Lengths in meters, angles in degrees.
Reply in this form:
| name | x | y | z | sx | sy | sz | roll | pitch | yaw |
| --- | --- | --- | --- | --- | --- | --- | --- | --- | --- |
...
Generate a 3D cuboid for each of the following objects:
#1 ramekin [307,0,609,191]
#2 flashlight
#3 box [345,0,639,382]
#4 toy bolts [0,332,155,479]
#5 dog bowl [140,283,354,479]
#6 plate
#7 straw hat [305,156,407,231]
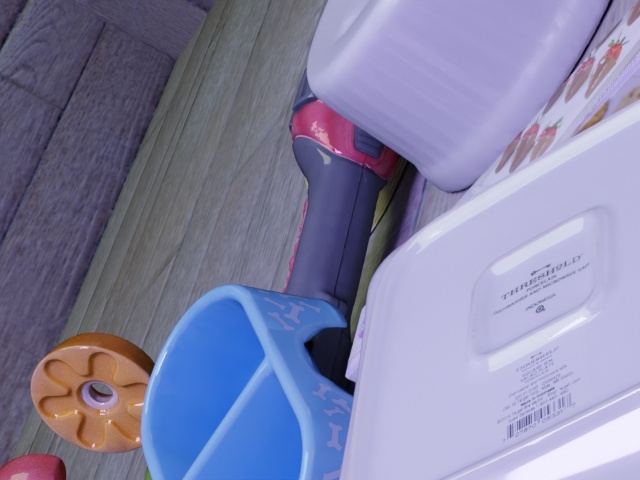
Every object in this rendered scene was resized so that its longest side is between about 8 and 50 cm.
| name | x | y | z | sx | sy | sz | roll | pitch | yaw |
| --- | --- | --- | --- | --- | --- | --- | --- | --- | --- |
| ramekin | 0.103 | -0.188 | 1.233 | 0.277 | 0.135 | 0.277 | -57 | 13 | 21 |
| flashlight | 0.000 | 0.000 | 1.311 | 0.103 | 0.103 | 0.304 | 61 | -143 | -52 |
| box | 0.122 | -0.014 | 0.951 | 0.324 | 0.067 | 0.063 | -49 | 18 | 42 |
| toy bolts | -0.181 | 0.208 | 1.228 | 0.228 | 0.218 | 0.158 | -24 | 26 | 26 |
| dog bowl | -0.038 | 0.135 | 1.079 | 0.166 | 0.074 | 0.297 | -56 | 30 | 15 |
| plate | 0.108 | 0.033 | 0.745 | 0.277 | 0.045 | 0.278 | -30 | 27 | 28 |
| straw hat | 0.021 | -0.056 | 1.449 | 0.144 | 0.061 | 0.144 | -58 | 13 | 22 |
